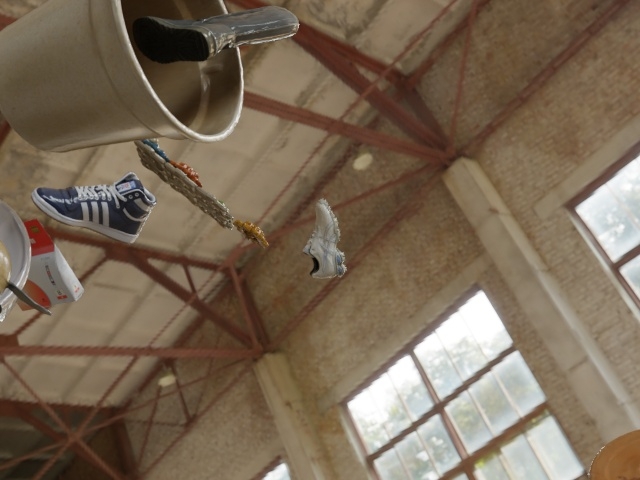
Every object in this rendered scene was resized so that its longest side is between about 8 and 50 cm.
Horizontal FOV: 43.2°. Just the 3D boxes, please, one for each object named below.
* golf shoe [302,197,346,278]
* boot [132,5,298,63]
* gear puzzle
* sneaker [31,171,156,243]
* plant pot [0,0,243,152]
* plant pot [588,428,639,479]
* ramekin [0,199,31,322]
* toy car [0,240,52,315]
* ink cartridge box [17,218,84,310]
[{"bbox_3d":[0.000,0.000,1.760,0.085,0.176,0.069,-13,8,-12],"label":"golf shoe"},{"bbox_3d":[-0.167,-0.339,1.297,0.208,0.189,0.076,-39,-41,-43],"label":"boot"},{"bbox_3d":[-0.238,-0.099,1.673,0.044,0.339,0.175,-52,-3,-13],"label":"gear puzzle"},{"bbox_3d":[-0.512,-0.101,1.872,0.282,0.099,0.153,24,-66,-43],"label":"sneaker"},{"bbox_3d":[-0.339,-0.282,1.289,0.305,0.334,0.334,-13,-24,23],"label":"plant pot"},{"bbox_3d":[0.560,0.439,1.296,0.290,0.291,0.204,-25,-73,-3],"label":"plant pot"},{"bbox_3d":[-0.629,0.049,1.367,0.272,0.273,0.127,-12,-26,-23],"label":"ramekin"},{"bbox_3d":[-0.355,0.037,0.774,0.155,0.149,0.188,0,-29,29],"label":"toy car"},{"bbox_3d":[-0.571,0.052,1.595,0.145,0.045,0.179,-11,-57,24],"label":"ink cartridge box"}]
